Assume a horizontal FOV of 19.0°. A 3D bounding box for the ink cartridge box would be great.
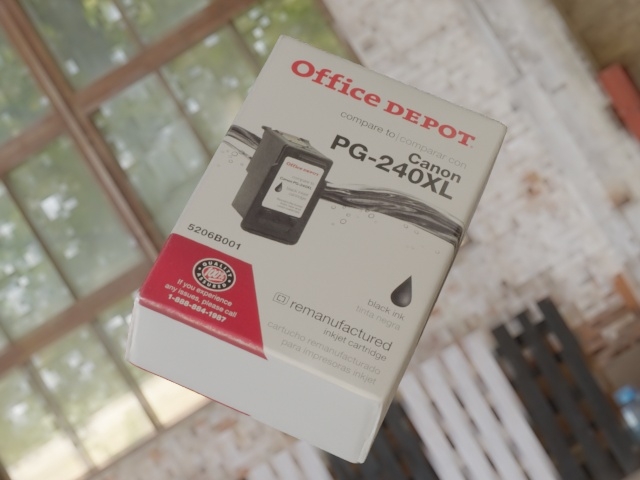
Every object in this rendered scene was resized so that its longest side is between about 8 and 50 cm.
[{"bbox_3d":[0.000,0.000,0.802,0.063,0.109,0.150,104,-170,-58],"label":"ink cartridge box"}]
